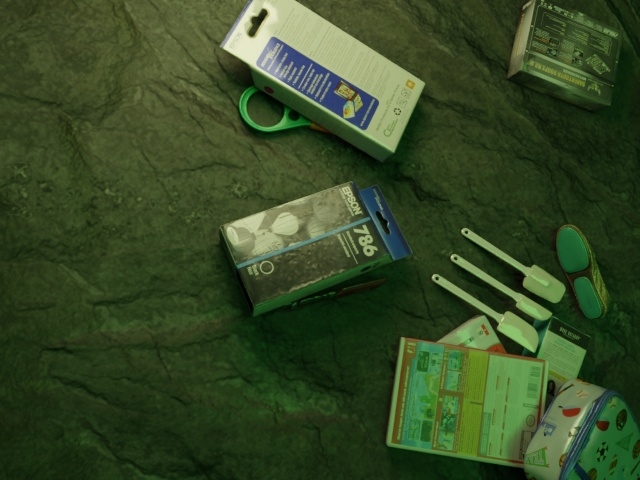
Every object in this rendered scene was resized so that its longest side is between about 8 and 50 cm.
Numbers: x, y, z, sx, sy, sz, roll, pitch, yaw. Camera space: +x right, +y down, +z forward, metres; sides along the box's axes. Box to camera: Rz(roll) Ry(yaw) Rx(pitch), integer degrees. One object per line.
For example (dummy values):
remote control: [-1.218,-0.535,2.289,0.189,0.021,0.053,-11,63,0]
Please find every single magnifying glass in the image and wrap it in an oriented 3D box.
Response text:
magnifying glass: [-0.043,-0.235,1.162,0.230,0.026,0.092,12,81,-12]

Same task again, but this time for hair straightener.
hair straightener: [0.004,0.071,1.136,0.230,0.047,0.089,-16,72,-11]

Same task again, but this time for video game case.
video game case: [0.277,0.305,1.146,0.284,0.025,0.204,9,83,1]

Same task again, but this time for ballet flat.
ballet flat: [0.552,0.063,1.275,0.067,0.073,0.206,-17,91,-44]

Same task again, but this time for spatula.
spatula: [0.355,0.088,1.210,0.242,0.019,0.168,33,73,6]

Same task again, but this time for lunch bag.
lunch bag: [0.505,0.425,1.139,0.243,0.114,0.303,-53,123,-21]

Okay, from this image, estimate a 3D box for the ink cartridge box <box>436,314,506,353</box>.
ink cartridge box: [0.280,0.250,1.183,0.179,0.045,0.146,-31,92,-19]

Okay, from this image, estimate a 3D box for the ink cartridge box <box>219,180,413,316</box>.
ink cartridge box: [0.000,0.000,1.104,0.332,0.065,0.166,-21,71,-17]

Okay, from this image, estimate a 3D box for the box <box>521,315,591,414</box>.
box: [0.444,0.282,1.214,0.100,0.060,0.245,28,77,-10]

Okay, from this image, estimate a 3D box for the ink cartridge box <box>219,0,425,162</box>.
ink cartridge box: [0.008,-0.316,1.148,0.370,0.069,0.176,30,68,-11]

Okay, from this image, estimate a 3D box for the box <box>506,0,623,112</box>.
box: [0.532,-0.402,1.317,0.230,0.056,0.183,16,81,-13]
